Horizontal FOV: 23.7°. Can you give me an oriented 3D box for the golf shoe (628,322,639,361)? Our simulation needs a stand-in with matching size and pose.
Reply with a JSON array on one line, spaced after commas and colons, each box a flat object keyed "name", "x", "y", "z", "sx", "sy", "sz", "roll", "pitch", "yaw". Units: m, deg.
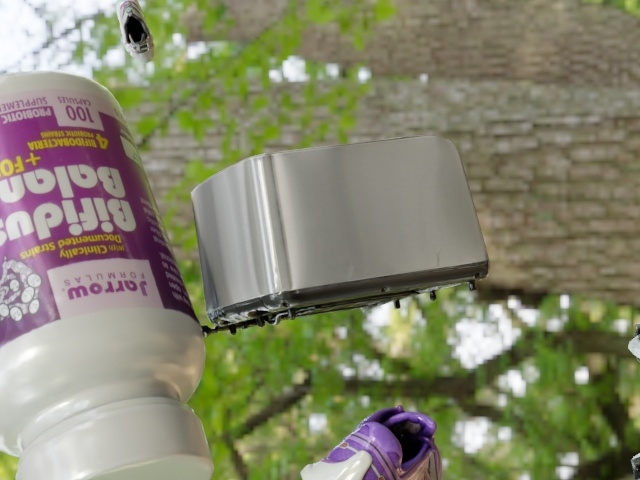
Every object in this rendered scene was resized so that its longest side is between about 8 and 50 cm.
[{"name": "golf shoe", "x": 0.388, "y": 0.139, "z": 1.713, "sx": 0.176, "sy": 0.086, "sz": 0.069, "roll": -60, "pitch": -20, "yaw": -71}]

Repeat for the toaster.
[{"name": "toaster", "x": 0.000, "y": 0.000, "z": 1.065, "sx": 0.168, "sy": 0.185, "sz": 0.110, "roll": 157, "pitch": 104, "yaw": -68}]

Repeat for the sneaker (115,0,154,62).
[{"name": "sneaker", "x": -0.226, "y": -0.247, "z": 1.884, "sx": 0.069, "sy": 0.038, "sz": 0.098, "roll": -113, "pitch": 2, "yaw": -49}]

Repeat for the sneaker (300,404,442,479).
[{"name": "sneaker", "x": 0.050, "y": 0.133, "z": 0.919, "sx": 0.071, "sy": 0.068, "sz": 0.170, "roll": -49, "pitch": -14, "yaw": 8}]

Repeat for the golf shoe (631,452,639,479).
[{"name": "golf shoe", "x": 0.292, "y": 0.194, "z": 1.138, "sx": 0.198, "sy": 0.093, "sz": 0.077, "roll": -123, "pitch": 25, "yaw": -83}]

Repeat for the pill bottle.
[{"name": "pill bottle", "x": -0.178, "y": 0.044, "z": 1.058, "sx": 0.169, "sy": 0.169, "sz": 0.302, "roll": 57, "pitch": -171, "yaw": -64}]
